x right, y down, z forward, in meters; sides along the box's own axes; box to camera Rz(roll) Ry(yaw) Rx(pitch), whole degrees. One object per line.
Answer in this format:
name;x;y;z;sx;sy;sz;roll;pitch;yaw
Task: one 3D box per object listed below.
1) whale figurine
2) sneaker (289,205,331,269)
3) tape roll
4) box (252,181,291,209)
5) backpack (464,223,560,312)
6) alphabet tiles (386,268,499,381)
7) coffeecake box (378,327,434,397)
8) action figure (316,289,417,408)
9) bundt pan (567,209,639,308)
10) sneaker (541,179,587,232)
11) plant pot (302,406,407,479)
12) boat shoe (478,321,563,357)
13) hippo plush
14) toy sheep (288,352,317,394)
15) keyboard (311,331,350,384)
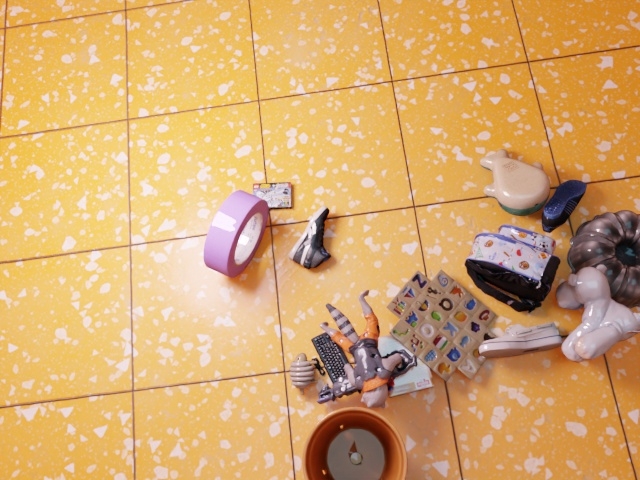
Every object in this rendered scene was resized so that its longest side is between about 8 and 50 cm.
whale figurine;0.646;-0.191;2.025;0.216;0.141;0.272;-27;48;-3
sneaker;0.000;0.000;2.034;0.121;0.079;0.216;32;86;10
tape roll;-0.269;-0.021;1.953;0.090;0.275;0.274;23;76;12
box;-0.169;-0.156;2.117;0.137;0.027;0.093;-2;74;4
backpack;0.589;0.069;1.872;0.263;0.276;0.213;16;69;16
alphabet tiles;0.388;0.262;1.901;0.342;0.011;0.285;41;67;6
coffeecake box;0.260;0.383;1.889;0.142;0.068;0.185;-13;72;-1
action figure;0.092;0.361;1.813;0.341;0.178;0.330;-33;59;11
bundt pan;0.967;0.046;1.911;0.331;0.124;0.330;-2;72;5
sneaker;0.801;-0.115;2.002;0.081;0.090;0.232;32;55;34
plant pot;0.103;0.635;1.752;0.291;0.203;0.290;-2;73;5
boat shoe;0.613;0.301;1.869;0.268;0.096;0.088;-8;62;-4
hippo plush;0.796;0.207;1.787;0.234;0.294;0.236;-22;75;-25
toy sheep;-0.056;0.419;1.897;0.091;0.091;0.132;-4;83;3
keyboard;0.029;0.385;1.932;0.108;0.023;0.180;-27;71;-4
